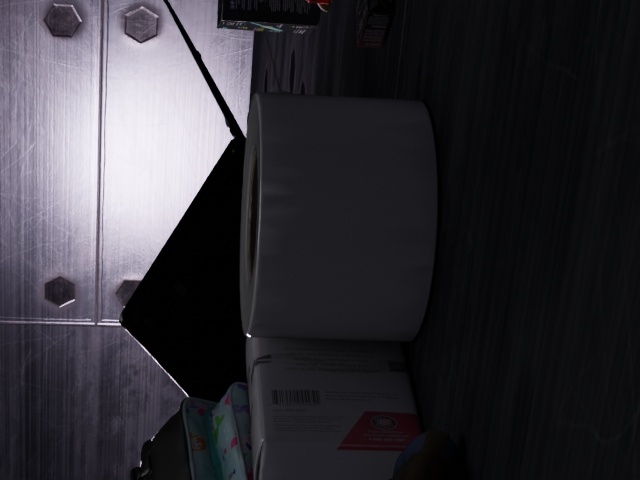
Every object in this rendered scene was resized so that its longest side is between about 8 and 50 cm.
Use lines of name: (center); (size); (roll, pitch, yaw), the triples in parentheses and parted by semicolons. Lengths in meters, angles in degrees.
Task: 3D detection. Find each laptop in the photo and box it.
laptop: (-0.162, -0.030, 1.776); (0.408, 0.236, 0.382); (-59, -26, -16)

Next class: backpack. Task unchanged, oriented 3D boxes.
backpack: (-0.052, 0.285, 1.490); (0.191, 0.253, 0.225); (-43, 39, 26)

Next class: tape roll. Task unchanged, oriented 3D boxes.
tape roll: (0.012, -0.022, 1.368); (0.246, 0.169, 0.246); (-178, 90, -84)

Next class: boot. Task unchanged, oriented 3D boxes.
boot: (0.085, 0.255, 1.189); (0.219, 0.082, 0.106); (95, -165, -55)

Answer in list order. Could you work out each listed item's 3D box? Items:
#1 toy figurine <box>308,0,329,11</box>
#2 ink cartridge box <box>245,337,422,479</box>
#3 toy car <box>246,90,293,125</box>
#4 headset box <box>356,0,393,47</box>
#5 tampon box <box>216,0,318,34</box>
toy figurine: (-0.093, -0.522, 2.146); (0.191, 0.217, 0.363); (99, 169, -45)
ink cartridge box: (0.008, 0.164, 1.384); (0.218, 0.158, 0.092); (-98, 13, -56)
toy car: (0.002, -0.105, 1.629); (0.159, 0.136, 0.182); (60, -176, -25)
headset box: (0.061, -0.266, 1.587); (0.083, 0.032, 0.062); (106, 165, -65)
tampon box: (-0.087, -0.403, 2.285); (0.120, 0.161, 0.102); (-168, 81, -81)
